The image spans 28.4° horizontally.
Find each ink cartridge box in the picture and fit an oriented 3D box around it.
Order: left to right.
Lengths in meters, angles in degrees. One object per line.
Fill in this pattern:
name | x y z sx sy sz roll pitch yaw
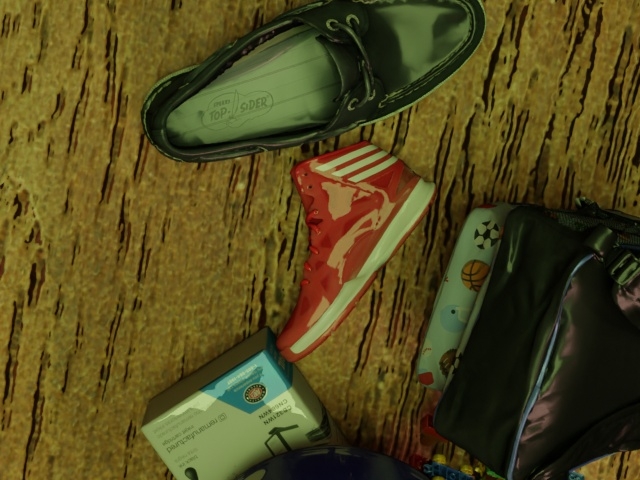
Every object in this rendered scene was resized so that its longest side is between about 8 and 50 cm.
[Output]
ink cartridge box | -0.057 0.212 1.242 0.148 0.086 0.203 -33 101 5

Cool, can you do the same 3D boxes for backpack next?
backpack | 0.234 0.086 1.153 0.263 0.213 0.276 3 116 -40

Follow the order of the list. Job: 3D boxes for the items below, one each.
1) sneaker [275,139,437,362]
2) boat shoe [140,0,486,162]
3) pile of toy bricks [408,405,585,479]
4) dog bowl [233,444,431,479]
sneaker | 0.000 0.000 1.214 0.128 0.087 0.221 38 85 -1
boat shoe | -0.004 -0.153 1.155 0.340 0.113 0.127 -14 101 0
pile of toy bricks | 0.163 0.256 1.266 0.212 0.118 0.105 25 134 -18
dog bowl | 0.011 0.325 1.165 0.265 0.104 0.265 0 115 0
